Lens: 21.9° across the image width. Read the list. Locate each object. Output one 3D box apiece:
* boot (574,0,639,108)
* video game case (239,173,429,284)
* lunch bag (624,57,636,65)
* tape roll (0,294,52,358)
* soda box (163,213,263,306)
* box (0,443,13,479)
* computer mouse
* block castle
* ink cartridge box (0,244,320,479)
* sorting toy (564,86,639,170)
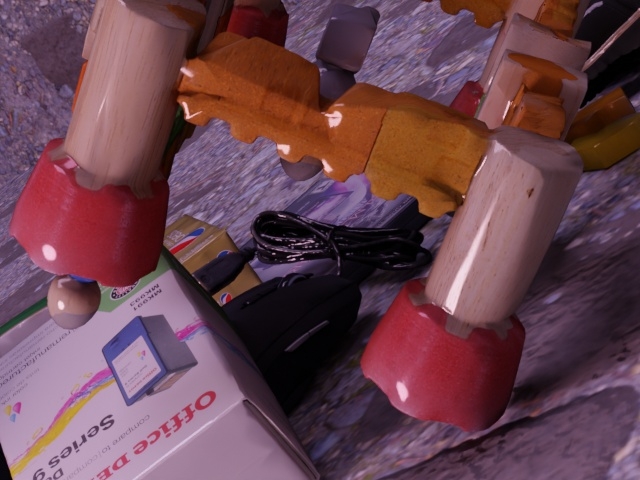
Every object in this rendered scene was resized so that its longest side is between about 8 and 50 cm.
[{"bbox_3d":[0.183,-0.178,1.306,0.198,0.137,0.077,-38,-11,8],"label":"boot"},{"bbox_3d":[0.000,0.000,1.434,0.196,0.026,0.274,-41,14,-23],"label":"video game case"},{"bbox_3d":[0.227,-0.187,1.357,0.065,0.098,0.067,-28,-2,21],"label":"lunch bag"},{"bbox_3d":[-0.273,0.143,1.496,0.321,0.077,0.321,-33,13,9],"label":"tape roll"},{"bbox_3d":[-0.105,0.024,1.422,0.058,0.061,0.181,-37,13,-8],"label":"soda box"},{"bbox_3d":[-0.260,0.216,1.004,0.051,0.175,0.220,-19,21,49],"label":"box"},{"bbox_3d":[-0.057,0.048,1.213,0.184,0.060,0.262,7,40,40],"label":"computer mouse"},{"bbox_3d":[0.006,-0.070,1.062,0.453,0.303,0.212,-67,-2,-65],"label":"block castle"},{"bbox_3d":[-0.112,0.115,1.031,0.154,0.093,0.212,-38,35,1],"label":"ink cartridge box"},{"bbox_3d":[0.298,-0.143,1.160,0.307,0.041,0.229,-32,14,13],"label":"sorting toy"}]
